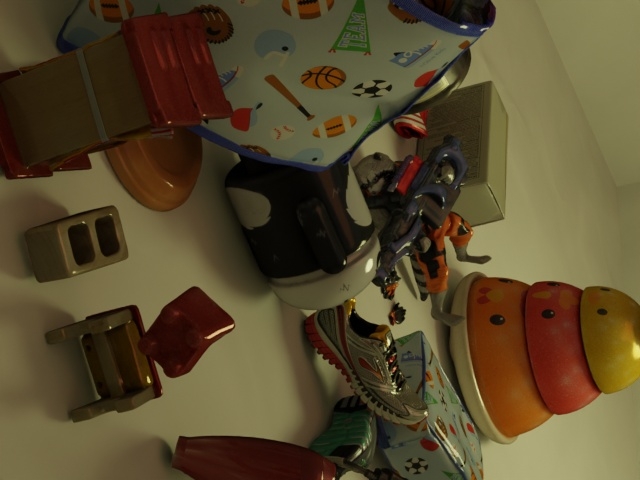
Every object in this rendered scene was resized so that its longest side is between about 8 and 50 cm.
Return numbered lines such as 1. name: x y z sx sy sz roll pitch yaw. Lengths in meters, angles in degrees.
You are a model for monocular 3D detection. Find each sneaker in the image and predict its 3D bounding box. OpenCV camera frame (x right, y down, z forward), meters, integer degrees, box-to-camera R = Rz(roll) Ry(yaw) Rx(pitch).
1. sneaker: 0.046 0.307 1.717 0.223 0.083 0.098 -49 127 -63
2. sneaker: 0.187 -0.267 2.367 0.221 0.087 0.128 -25 109 -54
3. sneaker: 0.079 0.176 1.742 0.225 0.093 0.088 47 20 -4

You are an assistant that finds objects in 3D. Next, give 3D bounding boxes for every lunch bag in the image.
1. lunch bag: 0.177 0.309 1.957 0.243 0.115 0.303 -88 155 -55
2. lunch bag: -0.042 -0.271 1.375 0.385 0.328 0.239 32 44 -19

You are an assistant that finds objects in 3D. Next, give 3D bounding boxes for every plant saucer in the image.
1. plant saucer: -0.199 -0.135 1.460 0.200 0.037 0.200 44 39 -52

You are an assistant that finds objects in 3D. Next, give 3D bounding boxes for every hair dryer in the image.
1. hair dryer: -0.054 0.283 1.423 0.293 0.224 0.080 24 71 -41

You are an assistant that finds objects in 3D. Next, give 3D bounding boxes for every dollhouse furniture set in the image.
1. dollhouse furniture set: -0.185 -0.025 1.227 0.152 0.201 0.374 -25 99 -66

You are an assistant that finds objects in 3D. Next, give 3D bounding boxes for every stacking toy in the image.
1. stacking toy: 0.518 0.191 2.333 0.350 0.480 0.350 45 38 -51

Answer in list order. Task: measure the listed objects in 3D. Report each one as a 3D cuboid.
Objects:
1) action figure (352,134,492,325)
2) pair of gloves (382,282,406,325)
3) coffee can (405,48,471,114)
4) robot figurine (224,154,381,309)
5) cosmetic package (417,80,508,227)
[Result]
1. action figure: 0.148 -0.004 2.080 0.341 0.178 0.330 -50 117 -35
2. pair of gloves: 0.130 0.106 2.098 0.074 0.010 0.083 -29 104 -66
3. coffee can: 0.121 -0.382 2.106 0.275 0.202 0.201 51 34 -45
4. robot figurine: -0.022 -0.041 1.632 0.209 0.174 0.278 -46 120 -51
5. cosmetic package: 0.285 -0.169 2.413 0.113 0.160 0.309 57 31 -39
